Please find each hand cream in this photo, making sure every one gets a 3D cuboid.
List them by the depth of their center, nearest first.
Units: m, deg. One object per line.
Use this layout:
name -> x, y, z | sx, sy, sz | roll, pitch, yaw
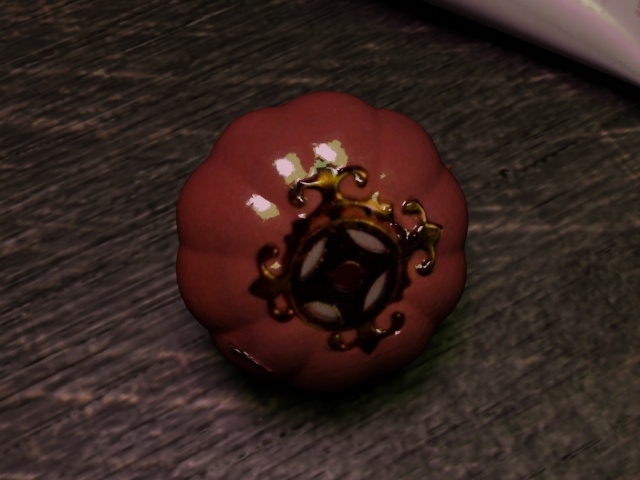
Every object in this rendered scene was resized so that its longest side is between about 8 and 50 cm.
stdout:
hand cream -> 0.132, -0.230, 0.799 | 0.359, 0.118, 0.185 | 22, 60, 3

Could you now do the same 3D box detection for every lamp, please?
lamp -> 0.000, 0.000, 0.633 | 0.182, 0.140, 0.182 | -3, 102, -15
